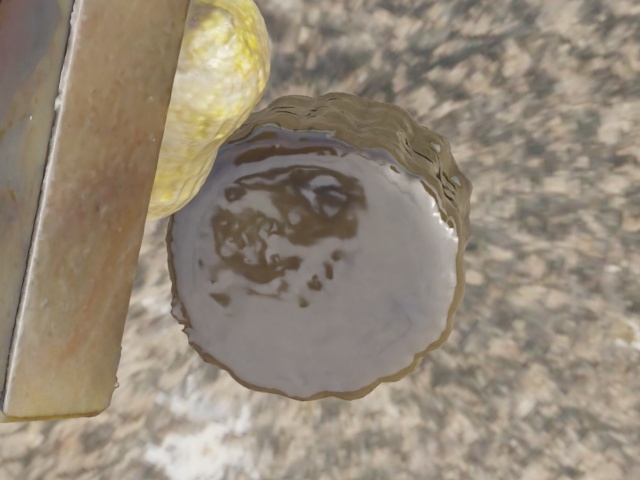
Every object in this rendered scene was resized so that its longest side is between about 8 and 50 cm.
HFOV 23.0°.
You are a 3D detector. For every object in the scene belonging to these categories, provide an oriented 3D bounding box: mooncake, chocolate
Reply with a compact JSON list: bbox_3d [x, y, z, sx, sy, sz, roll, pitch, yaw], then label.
[{"bbox_3d":[0.000,-0.001,1.671,0.324,0.187,0.324,4,115,9],"label":"mooncake"},{"bbox_3d":[-0.129,-0.110,1.298,0.134,0.309,0.134,11,60,-19],"label":"chocolate"}]

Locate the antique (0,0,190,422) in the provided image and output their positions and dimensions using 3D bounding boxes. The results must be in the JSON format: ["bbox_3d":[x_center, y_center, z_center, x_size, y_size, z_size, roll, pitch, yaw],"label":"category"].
[{"bbox_3d":[-0.145,-0.061,0.863,0.093,0.087,0.309,17,99,37],"label":"antique"}]
